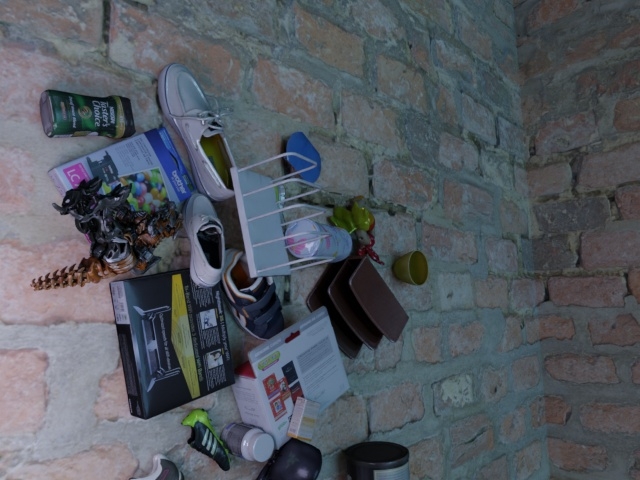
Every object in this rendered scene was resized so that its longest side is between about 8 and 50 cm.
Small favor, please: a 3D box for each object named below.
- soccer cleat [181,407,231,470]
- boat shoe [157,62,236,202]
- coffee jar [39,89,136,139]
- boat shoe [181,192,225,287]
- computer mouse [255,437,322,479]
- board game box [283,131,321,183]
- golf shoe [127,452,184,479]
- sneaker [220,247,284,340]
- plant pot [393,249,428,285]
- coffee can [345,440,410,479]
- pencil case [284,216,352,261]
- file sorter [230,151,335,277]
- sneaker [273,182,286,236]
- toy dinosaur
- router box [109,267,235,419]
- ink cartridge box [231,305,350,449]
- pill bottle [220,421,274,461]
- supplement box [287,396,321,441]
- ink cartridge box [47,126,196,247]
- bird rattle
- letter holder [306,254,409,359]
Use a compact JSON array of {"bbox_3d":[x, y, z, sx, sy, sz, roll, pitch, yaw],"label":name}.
[{"bbox_3d":[-0.282,0.500,1.181,0.072,0.060,0.179,-31,100,-33],"label":"soccer cleat"},{"bbox_3d":[-0.287,-0.280,1.213,0.135,0.156,0.368,-25,102,-44],"label":"boat shoe"},{"bbox_3d":[-0.503,-0.272,1.050,0.184,0.079,0.096,-12,92,-46],"label":"coffee jar"},{"bbox_3d":[-0.279,-0.019,1.169,0.096,0.088,0.268,14,49,-32],"label":"boat shoe"},{"bbox_3d":[-0.091,0.573,1.226,0.072,0.272,0.189,40,57,-11],"label":"computer mouse"},{"bbox_3d":[-0.062,-0.261,1.527,0.169,0.033,0.133,48,49,-36],"label":"board game box"},{"bbox_3d":[-0.413,0.582,1.019,0.272,0.105,0.120,-31,91,-49],"label":"golf shoe"},{"bbox_3d":[-0.178,0.155,1.284,0.321,0.127,0.126,55,49,-27],"label":"sneaker"},{"bbox_3d":[0.335,0.107,1.824,0.134,0.095,0.135,8,78,-45],"label":"plant pot"},{"bbox_3d":[0.184,0.800,1.496,0.201,0.201,0.276,3,82,-45],"label":"coffee can"},{"bbox_3d":[0.000,0.000,1.437,0.273,0.113,0.124,9,59,-66],"label":"pencil case"},{"bbox_3d":[-0.085,-0.060,1.224,0.192,0.172,0.278,5,72,-67],"label":"file sorter"},{"bbox_3d":[-0.156,-0.069,1.379,0.094,0.081,0.209,8,73,-36],"label":"sneaker"},{"bbox_3d":[-0.419,-0.003,0.980,0.322,0.164,0.219,-65,150,-54],"label":"toy dinosaur"},{"bbox_3d":[-0.343,0.226,1.136,0.242,0.080,0.309,-9,90,-46],"label":"router box"},{"bbox_3d":[-0.087,0.361,1.337,0.309,0.130,0.272,-24,103,-45],"label":"ink cartridge box"},{"bbox_3d":[-0.185,0.511,1.213,0.078,0.137,0.078,8,79,-44],"label":"pill bottle"},{"bbox_3d":[-0.042,0.465,1.250,0.062,0.036,0.099,34,65,-41],"label":"supplement box"},{"bbox_3d":[-0.433,-0.139,1.116,0.311,0.065,0.186,-40,112,-43],"label":"ink cartridge box"},{"bbox_3d":[0.156,-0.041,1.652,0.254,0.143,0.207,53,35,-30],"label":"bird rattle"},{"bbox_3d":[0.121,0.230,1.555,0.302,0.151,0.214,54,53,-26],"label":"letter holder"}]
